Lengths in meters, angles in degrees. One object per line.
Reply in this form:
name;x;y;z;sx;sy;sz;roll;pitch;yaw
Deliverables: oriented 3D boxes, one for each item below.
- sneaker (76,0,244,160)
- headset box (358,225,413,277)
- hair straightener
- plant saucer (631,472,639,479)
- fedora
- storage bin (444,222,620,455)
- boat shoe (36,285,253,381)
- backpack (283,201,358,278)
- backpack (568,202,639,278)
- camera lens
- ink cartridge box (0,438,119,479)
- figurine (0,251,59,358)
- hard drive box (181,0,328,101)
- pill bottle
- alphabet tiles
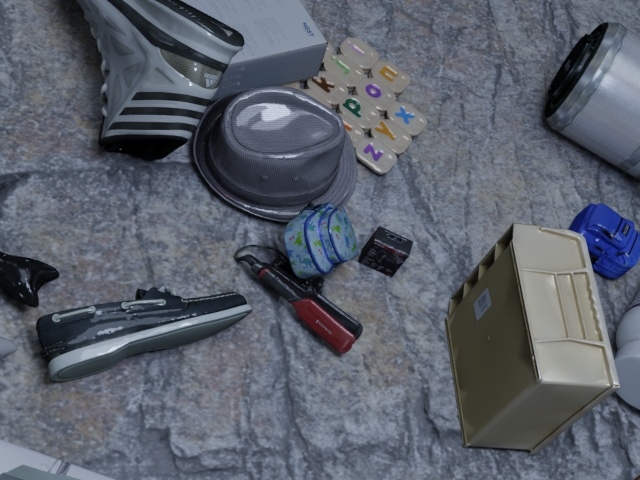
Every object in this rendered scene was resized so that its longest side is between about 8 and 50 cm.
sneaker;-0.321;-0.280;1.810;0.169;0.257;0.447;16;15;-46
headset box;0.104;0.016;1.848;0.062;0.083;0.032;24;54;-6
hair straightener;-0.032;0.080;1.789;0.230;0.047;0.089;35;27;8
plant saucer;0.531;0.434;1.795;0.169;0.029;0.168;10;58;-16
fedora;-0.058;-0.158;1.849;0.276;0.124;0.243;7;65;-12
storage bin;0.299;0.148;1.736;0.123;0.262;0.260;5;58;-17
boat shoe;-0.242;0.108;1.633;0.303;0.114;0.091;-13;72;-29
backpack;0.000;0.000;1.780;0.114;0.084;0.105;-36;110;-56
backpack;0.491;0.004;2.005;0.120;0.101;0.098;35;60;-3
camera lens;0.561;-0.245;2.111;0.274;0.219;0.219;30;53;-2
ink cartridge box;-0.373;0.363;1.419;0.273;0.114;0.198;21;54;-9
figurine;-0.486;0.074;1.576;0.210;0.092;0.214;27;54;-9
hard drive box;-0.134;-0.341;1.952;0.232;0.089;0.181;-17;61;-25
pill bottle;0.586;0.137;1.915;0.169;0.169;0.301;38;54;4
alphabet tiles;0.038;-0.239;2.019;0.278;0.021;0.284;37;54;3
